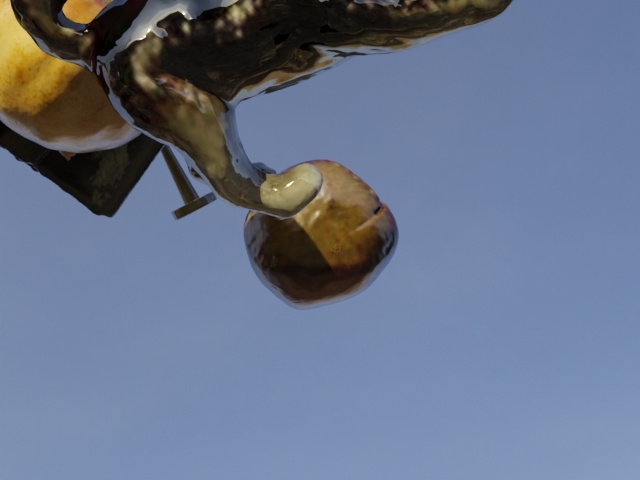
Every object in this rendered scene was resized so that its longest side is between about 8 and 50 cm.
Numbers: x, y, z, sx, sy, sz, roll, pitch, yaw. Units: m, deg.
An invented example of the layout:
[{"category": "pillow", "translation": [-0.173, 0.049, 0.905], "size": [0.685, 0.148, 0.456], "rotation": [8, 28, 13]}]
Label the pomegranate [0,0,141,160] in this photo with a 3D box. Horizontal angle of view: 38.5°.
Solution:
[{"category": "pomegranate", "translation": [-0.243, -0.190, 0.926], "size": [0.207, 0.207, 0.207], "rotation": [0, -50, 0]}]

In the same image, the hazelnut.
[{"category": "hazelnut", "translation": [0.000, 0.000, 1.213], "size": [0.208, 0.208, 0.208], "rotation": [0, -50, 0]}]

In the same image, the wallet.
[{"category": "wallet", "translation": [-0.226, -0.199, 1.085], "size": [0.170, 0.044, 0.321], "rotation": [36, -100, -11]}]

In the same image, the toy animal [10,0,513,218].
[{"category": "toy animal", "translation": [-0.055, -0.208, 0.748], "size": [0.303, 0.194, 0.344], "rotation": [41, -80, -22]}]

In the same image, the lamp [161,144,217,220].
[{"category": "lamp", "translation": [-0.232, -0.140, 1.364], "size": [0.121, 0.121, 0.214], "rotation": [-25, -85, 20]}]
